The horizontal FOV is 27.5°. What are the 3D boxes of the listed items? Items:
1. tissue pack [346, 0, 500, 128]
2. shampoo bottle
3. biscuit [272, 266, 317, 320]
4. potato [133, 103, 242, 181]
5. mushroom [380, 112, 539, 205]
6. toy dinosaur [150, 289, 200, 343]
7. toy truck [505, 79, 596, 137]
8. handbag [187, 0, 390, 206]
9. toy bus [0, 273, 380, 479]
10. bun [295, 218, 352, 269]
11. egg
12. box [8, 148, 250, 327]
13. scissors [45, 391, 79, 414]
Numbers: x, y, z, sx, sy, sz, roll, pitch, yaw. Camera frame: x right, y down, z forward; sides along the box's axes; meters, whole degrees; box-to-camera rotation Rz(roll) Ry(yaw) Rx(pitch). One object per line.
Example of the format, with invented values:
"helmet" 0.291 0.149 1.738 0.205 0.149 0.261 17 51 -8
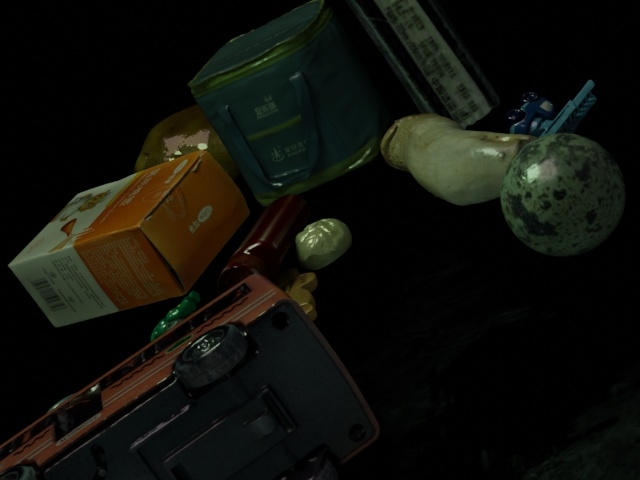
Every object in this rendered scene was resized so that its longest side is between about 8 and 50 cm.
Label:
"tissue pack" 0.117 -0.343 1.958 0.122 0.361 0.259 -34 19 10
"shampoo bottle" -0.080 0.016 1.801 0.102 0.064 0.260 -45 6 22
"biscuit" -0.064 0.090 1.731 0.133 0.027 0.184 -27 21 13
"potato" -0.167 -0.183 2.321 0.369 0.176 0.195 -31 -7 -3
"mushroom" 0.179 -0.113 1.727 0.123 0.095 0.351 -35 20 -10
"toy dinosaur" -0.202 0.124 1.830 0.096 0.059 0.132 -37 11 15
"toy truck" 0.302 -0.166 1.717 0.074 0.063 0.136 15 50 34
"handbag" -0.044 -0.217 2.079 0.263 0.241 0.222 -23 21 28
"toy bus" -0.172 0.225 1.349 0.427 0.203 0.233 -34 16 -4
"bun" 0.000 0.000 1.795 0.086 0.055 0.086 -28 21 12
"egg" 0.262 -0.052 1.418 0.132 0.132 0.172 -29 9 12
"box" -0.311 -0.001 2.140 0.341 0.143 0.225 -14 28 39
"scissors" -0.257 0.235 1.685 0.383 0.029 0.256 -24 21 28
